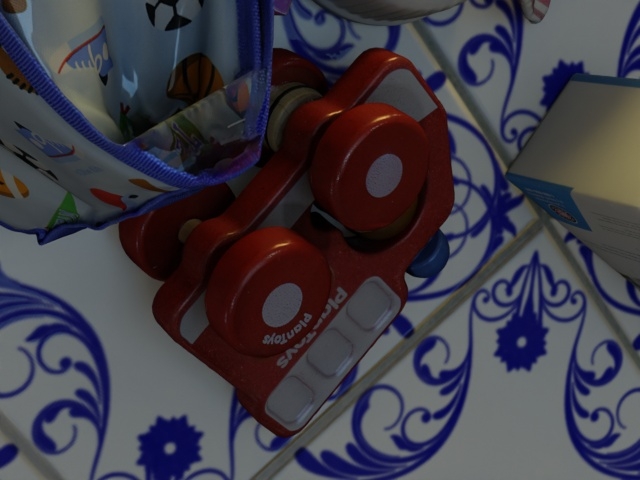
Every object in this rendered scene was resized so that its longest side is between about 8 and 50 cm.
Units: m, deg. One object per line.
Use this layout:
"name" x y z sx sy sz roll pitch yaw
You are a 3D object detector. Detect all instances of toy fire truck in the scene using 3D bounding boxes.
"toy fire truck" 0.000 0.000 1.056 0.302 0.169 0.254 -50 137 -6

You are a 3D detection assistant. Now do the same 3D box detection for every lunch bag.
"lunch bag" -0.202 -0.188 0.792 0.239 0.327 0.386 -32 100 -29

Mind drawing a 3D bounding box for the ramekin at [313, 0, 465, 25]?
"ramekin" 0.069 -0.283 1.042 0.207 0.109 0.207 -4 101 -22

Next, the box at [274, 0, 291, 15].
"box" -0.030 -0.315 0.945 0.057 0.201 0.293 20 92 -24

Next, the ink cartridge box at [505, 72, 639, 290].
"ink cartridge box" 0.358 -0.009 1.150 0.307 0.223 0.129 37 84 -24

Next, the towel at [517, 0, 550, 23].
"towel" 0.203 -0.294 1.082 0.029 0.144 0.197 14 92 17
